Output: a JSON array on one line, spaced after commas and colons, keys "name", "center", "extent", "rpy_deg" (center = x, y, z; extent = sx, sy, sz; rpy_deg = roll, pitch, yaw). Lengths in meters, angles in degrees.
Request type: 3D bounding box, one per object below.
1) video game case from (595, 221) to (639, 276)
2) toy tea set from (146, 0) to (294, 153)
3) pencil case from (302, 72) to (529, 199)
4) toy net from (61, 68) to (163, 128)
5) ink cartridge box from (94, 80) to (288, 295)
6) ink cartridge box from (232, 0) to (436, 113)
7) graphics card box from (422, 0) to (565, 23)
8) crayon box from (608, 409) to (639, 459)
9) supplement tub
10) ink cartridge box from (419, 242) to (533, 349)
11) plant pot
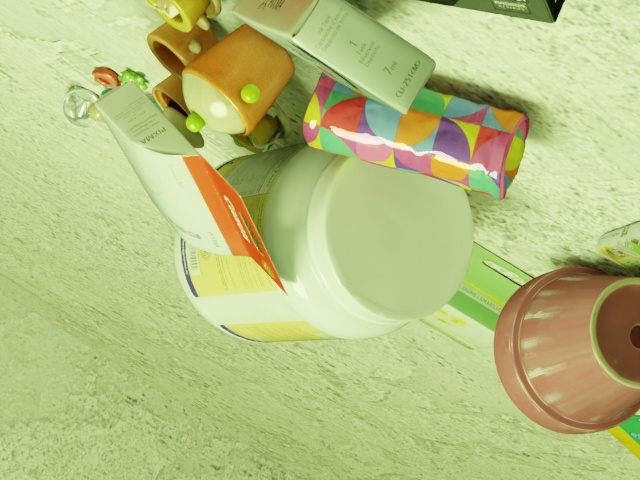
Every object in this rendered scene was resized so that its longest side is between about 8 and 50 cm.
[{"name": "video game case", "center": [0.450, 0.036, 1.726], "extent": [0.227, 0.026, 0.206], "rpy_deg": [29, 161, -14]}, {"name": "toy tea set", "center": [-0.135, -0.159, 1.701], "extent": [0.200, 0.124, 0.336], "rpy_deg": [40, 164, 11]}, {"name": "pencil case", "center": [0.098, -0.115, 1.630], "extent": [0.236, 0.104, 0.104], "rpy_deg": [18, 160, 17]}, {"name": "toy net", "center": [-0.281, -0.171, 2.028], "extent": [0.232, 0.045, 0.122], "rpy_deg": [4, 153, 46]}, {"name": "ink cartridge box", "center": [-0.140, -0.045, 1.689], "extent": [0.232, 0.066, 0.189], "rpy_deg": [52, 171, 39]}, {"name": "ink cartridge box", "center": [-0.039, -0.218, 1.436], "extent": [0.239, 0.060, 0.275], "rpy_deg": [30, -176, -19]}, {"name": "graphics card box", "center": [0.049, -0.316, 1.171], "extent": [0.233, 0.094, 0.371], "rpy_deg": [14, 160, 27]}, {"name": "crayon box", "center": [0.531, 0.224, 2.003], "extent": [0.363, 0.106, 0.313], "rpy_deg": [4, 151, 45]}, {"name": "supplement tub", "center": [0.000, 0.000, 1.844], "extent": [0.241, 0.241, 0.331], "rpy_deg": [34, 159, -26]}, {"name": "ink cartridge box", "center": [0.199, 0.077, 2.096], "extent": [0.171, 0.056, 0.235], "rpy_deg": [31, 162, -16]}, {"name": "plant pot", "center": [0.329, 0.120, 1.826], "extent": [0.201, 0.201, 0.180], "rpy_deg": [29, 160, -11]}]
